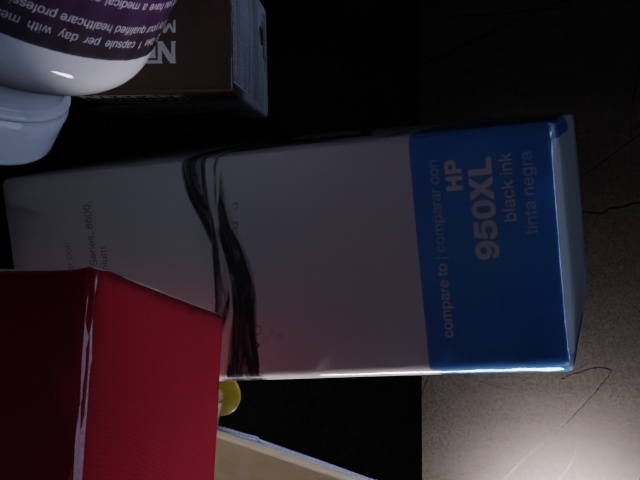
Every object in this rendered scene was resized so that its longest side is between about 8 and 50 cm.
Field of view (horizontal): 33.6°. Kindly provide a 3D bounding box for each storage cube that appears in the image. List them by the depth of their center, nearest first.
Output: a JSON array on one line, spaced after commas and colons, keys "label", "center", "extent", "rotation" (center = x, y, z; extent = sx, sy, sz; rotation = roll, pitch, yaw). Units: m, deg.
[{"label": "storage cube", "center": [-0.173, 0.123, 0.599], "extent": [0.215, 0.184, 0.193], "rotation": [39, 51, -70]}]

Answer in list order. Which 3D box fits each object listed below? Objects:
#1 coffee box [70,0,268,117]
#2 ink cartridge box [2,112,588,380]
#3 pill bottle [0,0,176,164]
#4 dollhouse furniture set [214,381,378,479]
[{"label": "coffee box", "center": [-0.119, -0.146, 0.789], "extent": [0.246, 0.141, 0.098], "rotation": [-39, 128, -86]}, {"label": "ink cartridge box", "center": [0.000, 0.000, 0.837], "extent": [0.285, 0.395, 0.166], "rotation": [-28, 112, -73]}, {"label": "pill bottle", "center": [-0.137, -0.205, 0.549], "extent": [0.323, 0.181, 0.181], "rotation": [-59, 176, 23]}, {"label": "dollhouse furniture set", "center": [-0.005, 0.276, 0.980], "extent": [0.198, 0.286, 0.303], "rotation": [-46, 149, -69]}]
